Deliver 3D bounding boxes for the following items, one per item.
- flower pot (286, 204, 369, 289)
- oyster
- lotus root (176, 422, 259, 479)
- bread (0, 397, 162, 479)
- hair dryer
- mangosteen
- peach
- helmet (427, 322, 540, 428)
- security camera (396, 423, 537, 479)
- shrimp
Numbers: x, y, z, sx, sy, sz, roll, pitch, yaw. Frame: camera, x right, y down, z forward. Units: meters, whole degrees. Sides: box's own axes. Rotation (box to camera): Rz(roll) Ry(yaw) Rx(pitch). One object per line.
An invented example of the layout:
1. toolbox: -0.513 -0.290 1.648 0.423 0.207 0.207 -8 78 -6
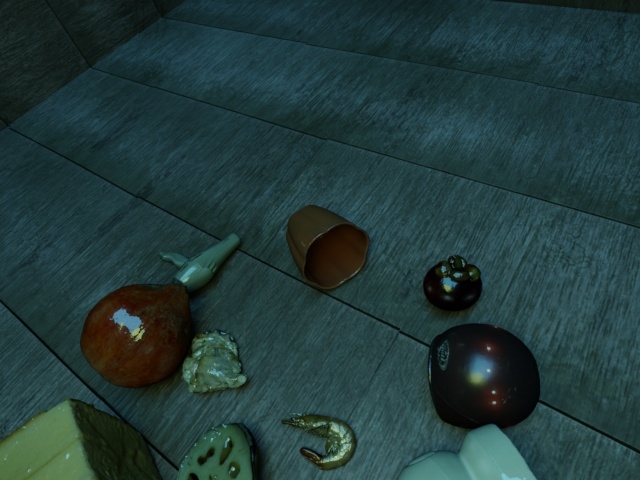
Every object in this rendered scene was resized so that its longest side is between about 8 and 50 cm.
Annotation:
1. flower pot: 0.000 0.000 1.057 0.190 0.191 0.173 -33 43 -12
2. oyster: -0.248 0.280 0.963 0.191 0.081 0.163 11 53 17
3. lotus root: -0.188 0.471 0.806 0.183 0.078 0.204 -17 43 18
4. bread: -0.464 0.469 0.745 0.279 0.279 0.207 -41 54 -14
5. hair dryer: -0.335 0.040 1.181 0.219 0.088 0.225 -29 37 -17
6. mangosteen: 0.299 0.091 0.935 0.140 0.140 0.140 -7 52 9
7. peach: -0.405 0.203 0.966 0.256 0.232 0.232 -44 54 1
8. helmet: 0.308 0.256 0.793 0.215 0.193 0.189 21 55 -8
9. security camera: 0.228 0.432 0.665 0.236 0.195 0.195 -28 52 -1
10. shrimp: -0.008 0.405 0.842 0.162 0.045 0.095 7 76 13
